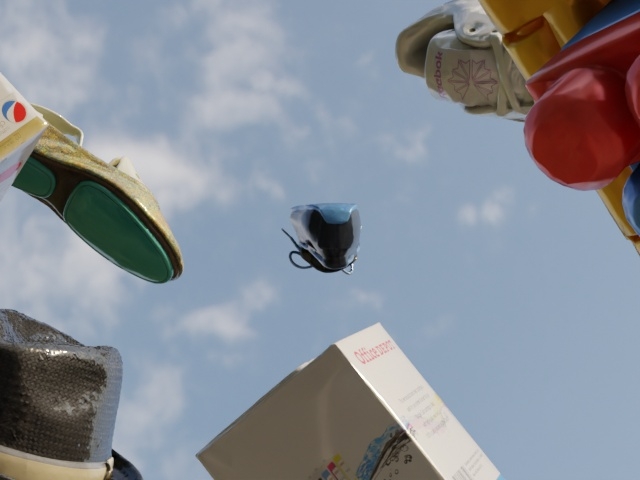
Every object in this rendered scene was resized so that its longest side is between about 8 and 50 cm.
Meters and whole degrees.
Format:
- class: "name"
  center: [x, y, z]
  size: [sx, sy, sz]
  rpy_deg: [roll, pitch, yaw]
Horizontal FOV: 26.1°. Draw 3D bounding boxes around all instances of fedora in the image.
- class: "fedora"
  center: [-0.310, 0.162, 1.458]
  size: [0.334, 0.334, 0.152]
  rpy_deg: [20, -91, -30]

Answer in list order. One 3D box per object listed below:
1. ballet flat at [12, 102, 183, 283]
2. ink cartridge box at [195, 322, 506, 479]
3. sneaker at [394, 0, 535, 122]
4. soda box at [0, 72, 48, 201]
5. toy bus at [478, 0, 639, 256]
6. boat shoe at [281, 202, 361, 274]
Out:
- class: "ballet flat"
  center: [-0.301, -0.081, 1.714]
  size: [0.348, 0.123, 0.123]
  rpy_deg: [33, -61, -7]
- class: "ink cartridge box"
  center: [0.043, 0.217, 1.214]
  size: [0.168, 0.232, 0.171]
  rpy_deg: [-40, -9, 13]
- class: "sneaker"
  center: [0.169, -0.112, 0.995]
  size: [0.152, 0.305, 0.114]
  rpy_deg: [-18, -64, -24]
- class: "soda box"
  center: [-0.307, -0.060, 1.182]
  size: [0.069, 0.074, 0.216]
  rpy_deg: [47, -34, -1]
- class: "toy bus"
  center: [0.148, -0.076, 0.349]
  size: [0.220, 0.211, 0.149]
  rpy_deg: [-24, -78, 44]
- class: "boat shoe"
  center: [0.000, 0.000, 1.736]
  size: [0.109, 0.258, 0.089]
  rpy_deg: [-1, -90, 4]
